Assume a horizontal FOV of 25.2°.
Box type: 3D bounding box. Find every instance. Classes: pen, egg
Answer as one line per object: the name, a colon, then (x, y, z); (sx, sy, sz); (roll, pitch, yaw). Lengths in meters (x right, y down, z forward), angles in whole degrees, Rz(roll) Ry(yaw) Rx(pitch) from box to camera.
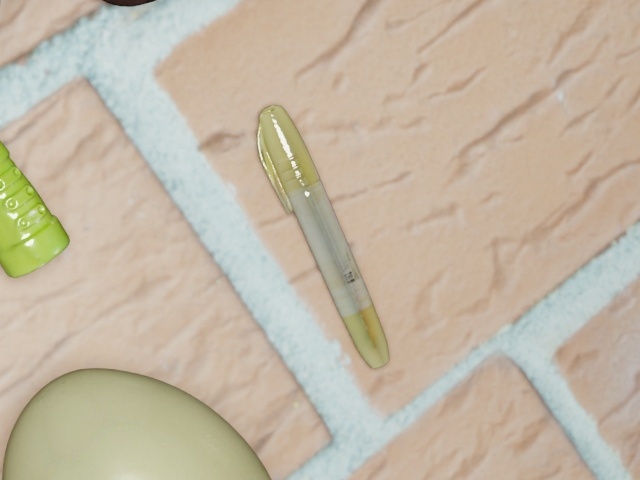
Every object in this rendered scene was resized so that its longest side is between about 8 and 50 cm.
pen: (0.000, 0.000, 1.164); (0.040, 0.032, 0.233); (-22, 98, 5)
egg: (-0.128, 0.203, 1.037); (0.186, 0.186, 0.242); (-41, 93, -15)

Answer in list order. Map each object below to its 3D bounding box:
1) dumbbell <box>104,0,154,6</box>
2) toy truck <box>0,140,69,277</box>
dumbbell: (-0.207, -0.212, 1.004); (0.225, 0.124, 0.140); (-30, 104, -43)
toy truck: (-0.290, -0.045, 1.012); (0.210, 0.148, 0.187); (-22, 96, -40)
